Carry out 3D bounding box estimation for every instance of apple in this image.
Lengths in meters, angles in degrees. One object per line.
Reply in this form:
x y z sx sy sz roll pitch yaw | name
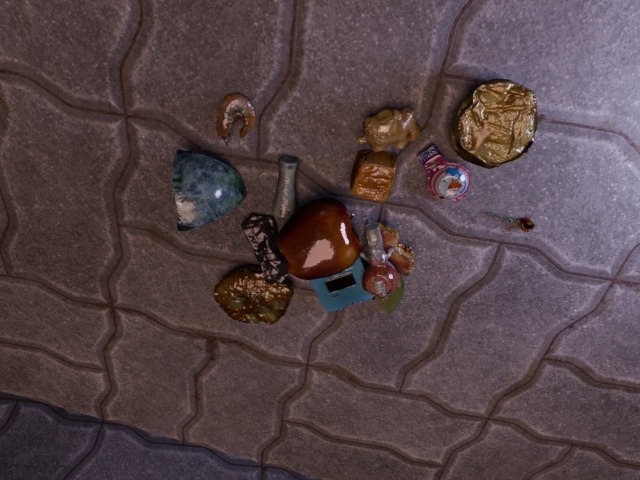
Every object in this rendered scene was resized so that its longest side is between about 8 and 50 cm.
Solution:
0.000 0.000 1.687 0.317 0.288 0.288 -31 116 6 | apple

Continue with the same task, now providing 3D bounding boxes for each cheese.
0.441 -0.233 1.619 0.155 0.062 0.244 -31 114 26 | cheese

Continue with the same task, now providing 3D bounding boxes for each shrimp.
-0.301 -0.419 1.591 0.132 0.052 0.187 22 120 -7 | shrimp

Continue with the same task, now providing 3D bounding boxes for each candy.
0.717 -0.079 1.705 0.184 0.049 0.055 17 93 5 | candy

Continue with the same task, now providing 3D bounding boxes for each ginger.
0.223 -0.374 1.529 0.216 0.102 0.157 -16 147 11 | ginger

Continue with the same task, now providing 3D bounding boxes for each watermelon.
-0.463 -0.199 1.679 0.320 0.213 0.289 -42 113 -20 | watermelon

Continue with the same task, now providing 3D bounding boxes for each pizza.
0.281 0.025 1.794 0.161 0.085 0.305 -19 119 43 | pizza

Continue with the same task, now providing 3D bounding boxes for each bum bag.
-0.212 0.031 1.842 0.137 0.074 0.310 -22 106 0 | bum bag

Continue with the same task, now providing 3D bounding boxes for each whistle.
0.224 0.096 1.745 0.142 0.134 0.346 6 125 30 | whistle

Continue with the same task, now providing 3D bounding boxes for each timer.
0.085 0.162 1.883 0.232 0.091 0.250 -19 115 10 | timer

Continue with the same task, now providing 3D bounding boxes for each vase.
-0.128 -0.200 1.694 0.096 0.096 0.219 8 121 1 | vase

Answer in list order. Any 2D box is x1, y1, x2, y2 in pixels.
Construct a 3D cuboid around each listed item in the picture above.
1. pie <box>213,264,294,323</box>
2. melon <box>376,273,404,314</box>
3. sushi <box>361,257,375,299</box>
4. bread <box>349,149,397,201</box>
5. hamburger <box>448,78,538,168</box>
-0.291 0.242 1.994 0.354 0.103 0.288 3 123 3 | pie
0.301 0.212 1.911 0.114 0.053 0.262 35 142 18 | melon
0.110 0.195 1.949 0.219 0.047 0.231 -9 122 12 | sushi
0.188 -0.233 1.595 0.149 0.158 0.143 10 123 -5 | bread
0.565 -0.375 1.471 0.265 0.134 0.285 23 118 0 | hamburger
